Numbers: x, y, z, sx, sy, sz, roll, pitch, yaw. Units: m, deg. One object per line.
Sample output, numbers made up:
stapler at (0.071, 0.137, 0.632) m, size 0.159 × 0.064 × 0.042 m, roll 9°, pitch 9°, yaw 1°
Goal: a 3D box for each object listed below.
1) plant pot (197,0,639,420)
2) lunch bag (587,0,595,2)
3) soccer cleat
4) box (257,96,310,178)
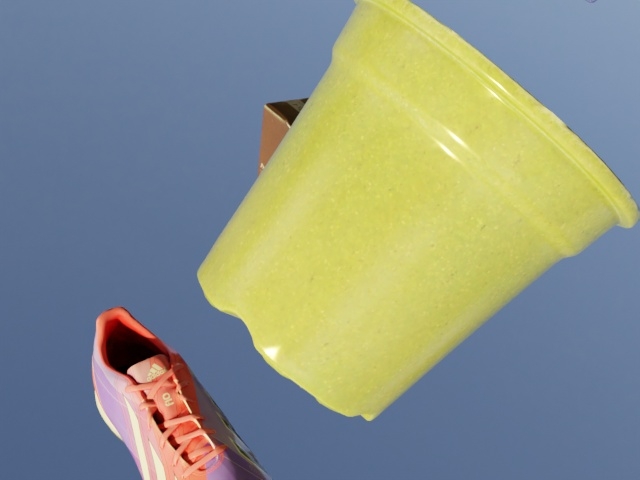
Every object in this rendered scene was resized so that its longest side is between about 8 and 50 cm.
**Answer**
plant pot at (0.051, -0.012, 0.806) m, size 0.276 × 0.254 × 0.276 m, roll 41°, pitch -175°, yaw -4°
lunch bag at (0.115, -0.231, 0.648) m, size 0.129 × 0.096 × 0.151 m, roll 27°, pitch -166°, yaw -39°
soccer cleat at (-0.146, 0.182, 1.053) m, size 0.109 × 0.116 × 0.318 m, roll -23°, pitch -143°, yaw -25°
box at (0.000, 0.000, 1.538) m, size 0.143 × 0.381 × 0.191 m, roll -13°, pitch -143°, yaw -28°
